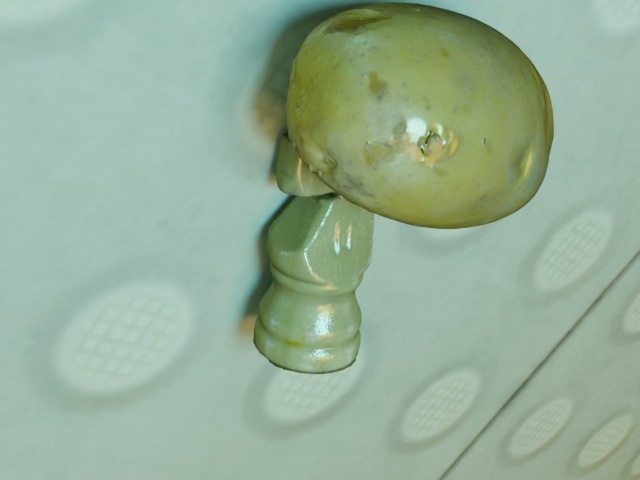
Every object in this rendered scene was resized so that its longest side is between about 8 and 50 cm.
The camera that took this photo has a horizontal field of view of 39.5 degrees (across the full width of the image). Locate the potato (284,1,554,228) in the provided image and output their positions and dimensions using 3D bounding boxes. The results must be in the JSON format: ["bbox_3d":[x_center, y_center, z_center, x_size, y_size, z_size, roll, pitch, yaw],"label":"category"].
[{"bbox_3d":[0.081,-0.084,0.619,0.234,0.146,0.150,-3,106,-42],"label":"potato"}]

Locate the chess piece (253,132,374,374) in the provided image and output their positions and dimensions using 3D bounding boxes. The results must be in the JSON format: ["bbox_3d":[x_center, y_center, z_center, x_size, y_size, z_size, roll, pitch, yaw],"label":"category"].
[{"bbox_3d":[0.000,0.000,0.708,0.090,0.090,0.200,-10,121,-33],"label":"chess piece"}]
